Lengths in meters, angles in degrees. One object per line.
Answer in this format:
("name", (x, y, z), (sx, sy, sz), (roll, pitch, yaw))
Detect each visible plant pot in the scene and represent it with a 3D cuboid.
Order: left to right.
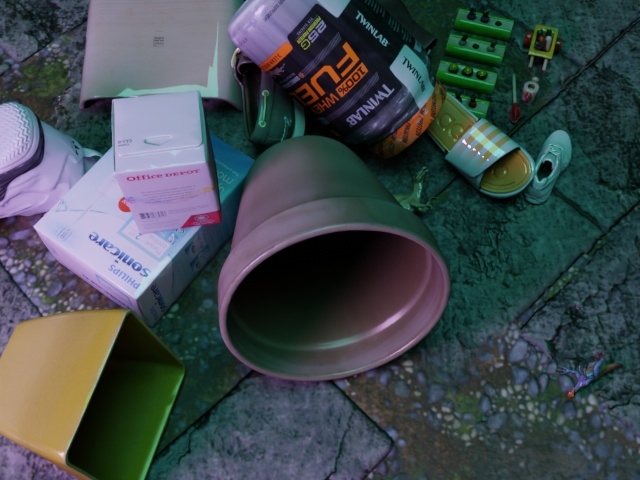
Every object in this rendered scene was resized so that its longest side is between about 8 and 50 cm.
("plant pot", (-0.342, 0.218, 1.145), (0.187, 0.212, 0.212), (8, 62, 19))
("plant pot", (0.000, 0.000, 1.211), (0.323, 0.323, 0.280), (-10, 46, -4))

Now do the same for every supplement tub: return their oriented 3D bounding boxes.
("supplement tub", (0.033, -0.301, 1.336), (0.338, 0.207, 0.207), (39, 65, -17))

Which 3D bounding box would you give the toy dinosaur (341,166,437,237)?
("toy dinosaur", (0.131, -0.038, 1.357), (0.183, 0.053, 0.092), (-44, 51, -7))

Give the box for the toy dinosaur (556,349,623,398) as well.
("toy dinosaur", (0.401, 0.204, 1.218), (0.090, 0.047, 0.082), (24, 83, 2))

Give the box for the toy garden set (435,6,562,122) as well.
("toy garden set", (0.323, -0.322, 1.495), (0.204, 0.049, 0.244), (16, 63, 10))

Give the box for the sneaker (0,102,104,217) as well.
("sneaker", (-0.522, -0.066, 1.338), (0.366, 0.210, 0.137), (-34, 60, 22))

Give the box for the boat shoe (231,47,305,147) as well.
("boat shoe", (-0.102, -0.300, 1.439), (0.091, 0.109, 0.305), (2, 66, -32))

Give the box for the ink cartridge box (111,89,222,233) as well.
("ink cartridge box", (-0.219, -0.111, 1.182), (0.128, 0.176, 0.127), (-7, 64, -4))

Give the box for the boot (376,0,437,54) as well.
("boot", (0.063, -0.368, 1.505), (0.248, 0.090, 0.207), (-36, 70, -12))

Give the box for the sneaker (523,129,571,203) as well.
("sneaker", (0.392, -0.133, 1.386), (0.054, 0.061, 0.152), (22, 63, 15))

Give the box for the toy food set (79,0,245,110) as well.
("toy food set", (-0.289, -0.342, 1.512), (0.306, 0.092, 0.219), (0, 73, 3))

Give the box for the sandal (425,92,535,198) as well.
("sandal", (0.240, -0.170, 1.383), (0.265, 0.076, 0.102), (45, 105, 26))

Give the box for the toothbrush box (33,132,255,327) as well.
("toothbrush box", (-0.268, -0.045, 1.320), (0.216, 0.126, 0.295), (33, 69, 17))
